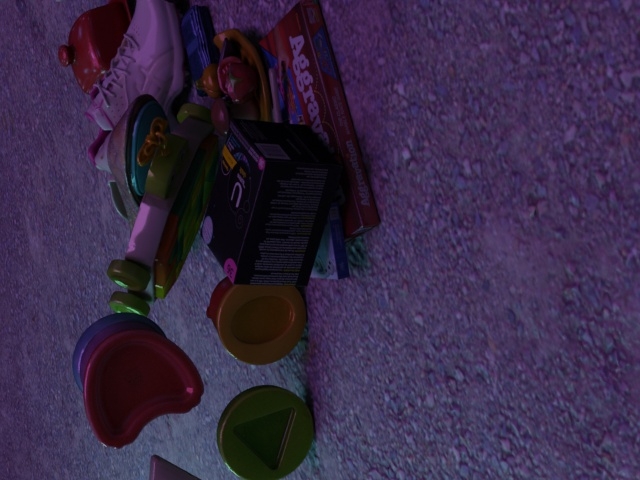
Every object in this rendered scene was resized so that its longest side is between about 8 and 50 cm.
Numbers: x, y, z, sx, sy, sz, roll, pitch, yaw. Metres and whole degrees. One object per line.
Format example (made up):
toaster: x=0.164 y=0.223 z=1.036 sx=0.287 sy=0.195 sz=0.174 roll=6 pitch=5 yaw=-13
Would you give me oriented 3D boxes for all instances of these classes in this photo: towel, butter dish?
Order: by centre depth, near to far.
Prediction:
towel: x=-0.168 y=-0.264 z=1.872 sx=0.067 sy=0.029 sz=0.119 roll=-28 pitch=75 yaw=62
butter dish: x=-0.357 y=-0.298 z=2.122 sx=0.160 sy=0.118 sz=0.160 roll=-37 pitch=67 yaw=61

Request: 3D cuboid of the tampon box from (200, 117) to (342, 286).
tampon box: x=-0.060 y=-0.044 z=1.564 sx=0.120 sy=0.101 sz=0.161 roll=51 pitch=131 yaw=52

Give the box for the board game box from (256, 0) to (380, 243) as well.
board game box: x=-0.007 y=-0.133 z=1.615 sx=0.145 sy=0.027 sz=0.281 roll=-32 pitch=71 yaw=60

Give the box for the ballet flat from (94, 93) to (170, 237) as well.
ballet flat: x=-0.269 y=-0.092 z=1.944 sx=0.106 sy=0.107 sz=0.316 roll=20 pitch=141 yaw=23

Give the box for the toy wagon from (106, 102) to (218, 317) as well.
toy wagon: x=-0.203 y=-0.050 z=1.778 sx=0.344 sy=0.068 sz=0.267 roll=108 pitch=-178 yaw=-67

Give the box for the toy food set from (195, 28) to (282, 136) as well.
toy food set: x=-0.114 y=-0.190 z=1.712 sx=0.218 sy=0.071 sz=0.128 roll=-129 pitch=30 yaw=-58

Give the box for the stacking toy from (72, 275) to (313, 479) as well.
stacking toy: x=-0.163 y=0.194 z=1.772 sx=0.130 sy=0.309 sz=0.279 roll=-153 pitch=47 yaw=-66

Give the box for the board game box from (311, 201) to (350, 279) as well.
board game box: x=0.000 y=0.000 z=1.597 sx=0.090 sy=0.020 sz=0.090 roll=2 pitch=101 yaw=61

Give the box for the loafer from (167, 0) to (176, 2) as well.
loafer: x=-0.242 y=-0.433 z=1.882 sx=0.076 sy=0.078 sz=0.223 roll=-29 pitch=66 yaw=18

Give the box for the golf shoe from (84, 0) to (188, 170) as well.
golf shoe: x=-0.272 y=-0.228 z=1.964 sx=0.115 sy=0.140 sz=0.306 roll=45 pitch=136 yaw=52
